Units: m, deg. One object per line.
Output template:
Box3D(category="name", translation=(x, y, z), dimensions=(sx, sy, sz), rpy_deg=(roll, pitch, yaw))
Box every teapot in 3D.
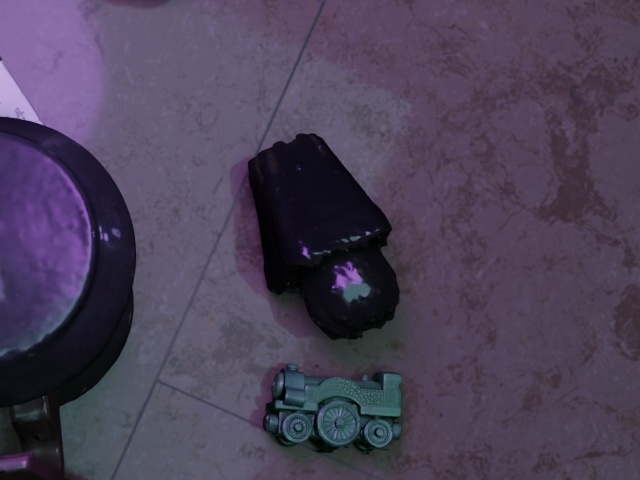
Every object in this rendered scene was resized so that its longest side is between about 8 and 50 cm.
Box3D(category="teapot", translation=(-0.331, 0.080, 1.676), dimensions=(0.305, 0.362, 0.376), rpy_deg=(-8, 78, 0))

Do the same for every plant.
Box3D(category="plant", translation=(0.000, 0.000, 1.887), dimensions=(0.141, 0.164, 0.256), rpy_deg=(-23, 78, -18))

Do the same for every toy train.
Box3D(category="toy train", translation=(0.016, 0.209, 1.922), dimensions=(0.178, 0.071, 0.105), rpy_deg=(6, 78, -16))

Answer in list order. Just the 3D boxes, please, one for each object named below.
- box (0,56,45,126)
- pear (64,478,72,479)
Box3D(category="box", translation=(-0.400, -0.146, 1.853), dimensions=(0.109, 0.029, 0.198), rpy_deg=(-34, 96, -14))
Box3D(category="pear", translation=(-0.333, 0.366, 1.785), dimensions=(0.216, 0.166, 0.180), rpy_deg=(-19, 105, 6))
